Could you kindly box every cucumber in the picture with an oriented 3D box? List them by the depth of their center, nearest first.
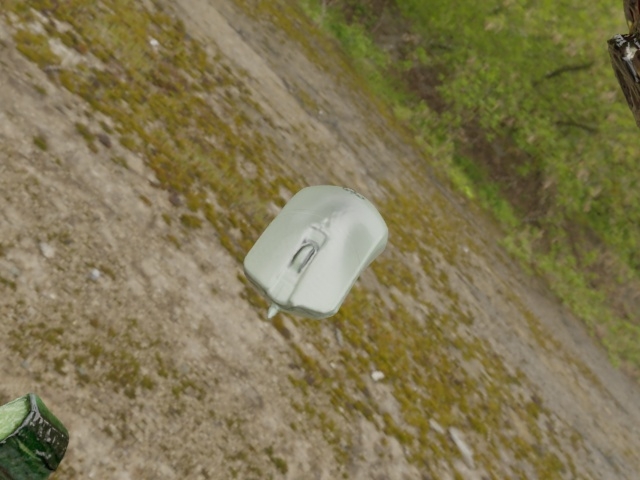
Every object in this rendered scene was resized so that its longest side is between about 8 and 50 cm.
[{"bbox_3d":[-0.379,0.254,0.898,0.062,0.116,0.115,48,-19,40],"label":"cucumber"}]

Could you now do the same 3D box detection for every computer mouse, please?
[{"bbox_3d":[0.000,0.000,0.590,0.089,0.056,0.181,25,38,12],"label":"computer mouse"}]

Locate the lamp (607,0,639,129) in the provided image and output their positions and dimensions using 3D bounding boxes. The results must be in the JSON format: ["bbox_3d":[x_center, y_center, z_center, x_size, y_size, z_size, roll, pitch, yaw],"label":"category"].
[{"bbox_3d":[0.368,-0.163,0.564,0.303,0.257,0.303,53,23,-34],"label":"lamp"}]
